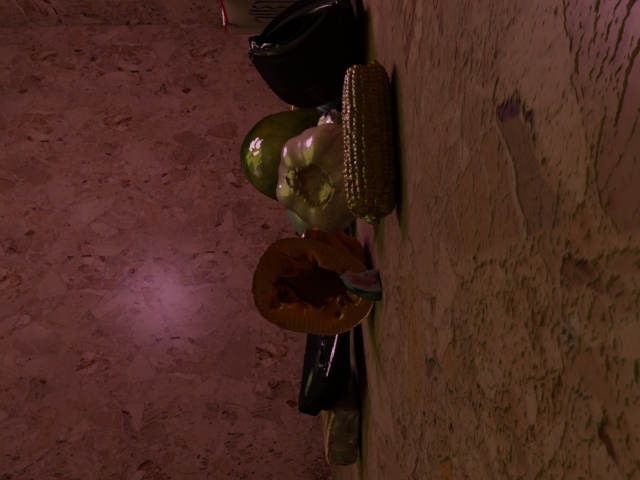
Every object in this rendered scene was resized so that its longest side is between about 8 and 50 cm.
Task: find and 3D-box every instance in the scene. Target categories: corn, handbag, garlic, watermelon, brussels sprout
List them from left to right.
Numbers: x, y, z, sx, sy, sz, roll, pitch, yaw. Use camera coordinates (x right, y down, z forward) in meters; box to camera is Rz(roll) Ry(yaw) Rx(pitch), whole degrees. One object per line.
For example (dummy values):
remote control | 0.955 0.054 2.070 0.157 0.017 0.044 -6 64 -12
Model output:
brussels sprout | -0.073 -0.249 1.722 0.344 0.344 0.268 -111 9 -82
handbag | 0.023 0.274 1.438 0.244 0.088 0.275 118 166 -50
garlic | 0.030 -0.128 1.106 0.226 0.199 0.199 -39 -47 -58
watermelon | 0.080 0.073 1.052 0.061 0.085 0.085 -58 -3 -9
corn | 0.069 -0.140 0.835 0.080 0.080 0.238 120 146 -85

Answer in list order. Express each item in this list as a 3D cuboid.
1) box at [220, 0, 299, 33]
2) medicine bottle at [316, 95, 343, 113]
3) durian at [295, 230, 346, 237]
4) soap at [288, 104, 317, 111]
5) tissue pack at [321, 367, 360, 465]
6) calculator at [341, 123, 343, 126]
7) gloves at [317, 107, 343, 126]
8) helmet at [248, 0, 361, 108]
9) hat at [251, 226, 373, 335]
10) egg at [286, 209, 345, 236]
box | -0.095 -0.697 1.422 0.300 0.315 0.312 -139 47 -83
medicine bottle | 0.027 -0.401 1.454 0.203 0.084 0.083 90 177 -64
durian | 0.000 0.000 1.631 0.196 0.167 0.196 175 90 -70
soap | -0.041 -0.549 2.071 0.335 0.156 0.293 93 177 -64
tissue pack | 0.052 0.455 1.545 0.222 0.090 0.186 -102 13 -67
calculator | 0.067 -0.213 1.292 0.235 0.032 0.146 115 152 -81
gloves | 0.033 -0.275 1.497 0.153 0.070 0.114 90 163 -54
helmet | -0.014 -0.386 1.202 0.177 0.225 0.305 57 -157 -27
hat | 0.009 0.056 1.242 0.244 0.233 0.233 -45 4 27
egg | -0.005 -0.096 1.485 0.168 0.168 0.230 94 167 -65
